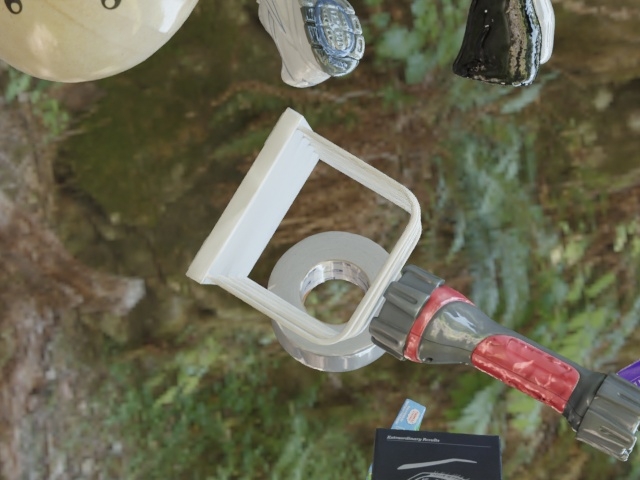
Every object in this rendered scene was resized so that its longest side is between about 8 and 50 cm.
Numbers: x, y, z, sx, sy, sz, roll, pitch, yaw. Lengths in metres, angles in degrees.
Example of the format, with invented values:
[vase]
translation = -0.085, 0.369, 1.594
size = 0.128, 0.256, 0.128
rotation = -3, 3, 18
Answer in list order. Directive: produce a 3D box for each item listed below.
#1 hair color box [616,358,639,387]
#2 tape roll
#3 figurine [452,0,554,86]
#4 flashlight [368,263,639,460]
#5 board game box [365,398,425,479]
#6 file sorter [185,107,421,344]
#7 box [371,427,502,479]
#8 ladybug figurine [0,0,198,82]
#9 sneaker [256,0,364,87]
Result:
[hair color box]
translation = 0.567, 0.329, 1.779
size = 0.185, 0.110, 0.338
rotation = 38, 25, -50
[tape roll]
translation = 0.025, 0.097, 1.994
size = 0.072, 0.219, 0.219
rotation = 85, 2, -62
[figurine]
translation = 0.222, -0.295, 1.382
size = 0.215, 0.092, 0.209
rotation = -47, 147, -65
[flashlight]
translation = 0.204, 0.135, 1.337
size = 0.103, 0.304, 0.103
rotation = -55, 160, -20
[board game box]
translation = 0.101, 0.375, 1.950
size = 0.160, 0.039, 0.211
rotation = -55, 164, -46
[file sorter]
translation = 0.000, 0.000, 1.338
size = 0.192, 0.173, 0.278
rotation = -59, 174, 0
[box]
translation = 0.130, 0.321, 1.414
size = 0.207, 0.153, 0.108
rotation = -78, 170, -57
[ladybug figurine]
translation = -0.259, -0.382, 1.291
size = 0.162, 0.305, 0.449
rotation = 84, -1, -65
[sneaker]
translation = -0.041, -0.336, 1.603
size = 0.111, 0.129, 0.297
rotation = -2, 76, -36
